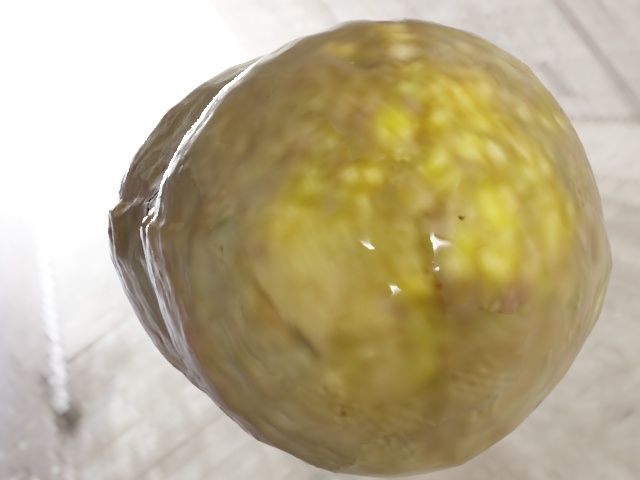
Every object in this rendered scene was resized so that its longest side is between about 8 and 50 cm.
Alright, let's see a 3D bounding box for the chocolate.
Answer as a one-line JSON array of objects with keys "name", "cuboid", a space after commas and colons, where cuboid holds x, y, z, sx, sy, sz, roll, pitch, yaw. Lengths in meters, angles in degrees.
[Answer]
[{"name": "chocolate", "cuboid": [0.000, 0.000, 0.569, 0.134, 0.134, 0.309, 53, -3, -6]}]
